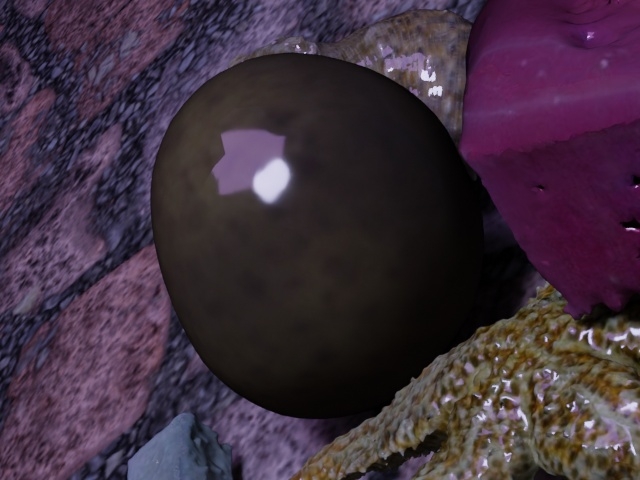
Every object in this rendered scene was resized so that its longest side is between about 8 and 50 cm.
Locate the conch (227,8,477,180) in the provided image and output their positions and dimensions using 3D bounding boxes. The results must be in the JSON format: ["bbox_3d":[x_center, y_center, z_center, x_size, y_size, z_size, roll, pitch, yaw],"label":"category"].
[{"bbox_3d":[0.035,-0.074,1.081,0.130,0.207,0.155,73,-154,-77],"label":"conch"}]

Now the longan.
[{"bbox_3d":[0.000,0.000,0.976,0.196,0.220,0.196,-9,19,3],"label":"longan"}]

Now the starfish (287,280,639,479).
[{"bbox_3d":[0.107,0.087,0.787,0.358,0.078,0.347,-45,29,-20],"label":"starfish"}]

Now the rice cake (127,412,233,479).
[{"bbox_3d":[-0.077,0.233,0.954,0.066,0.063,0.336,-42,28,23],"label":"rice cake"}]

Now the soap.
[{"bbox_3d":[0.194,-0.105,0.820,0.220,0.127,0.325,-6,30,42],"label":"soap"}]
